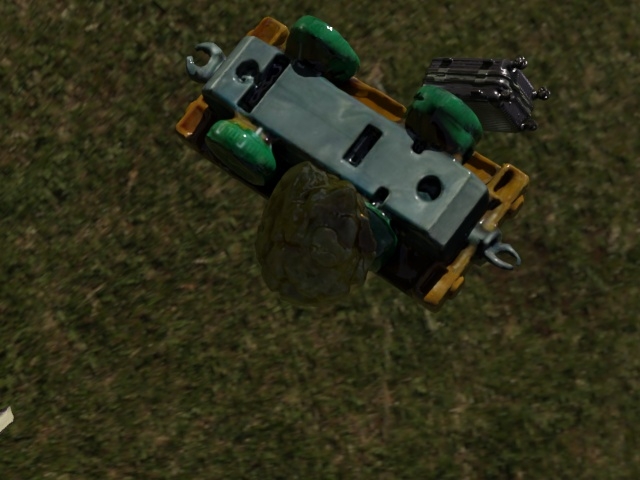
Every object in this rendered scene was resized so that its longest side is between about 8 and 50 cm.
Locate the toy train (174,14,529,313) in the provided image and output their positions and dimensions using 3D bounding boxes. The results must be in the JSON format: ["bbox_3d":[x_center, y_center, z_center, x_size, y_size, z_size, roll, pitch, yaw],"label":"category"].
[{"bbox_3d":[0.031,-0.074,1.248,0.429,0.249,0.178,35,80,19],"label":"toy train"}]

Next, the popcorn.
[{"bbox_3d":[0.000,0.000,1.002,0.106,0.116,0.120,23,32,-22],"label":"popcorn"}]

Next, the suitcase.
[{"bbox_3d":[0.177,-0.162,1.300,0.086,0.126,0.059,41,67,-46],"label":"suitcase"}]

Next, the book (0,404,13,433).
[{"bbox_3d":[-0.381,0.212,1.057,0.158,0.231,0.026,-20,95,5],"label":"book"}]
